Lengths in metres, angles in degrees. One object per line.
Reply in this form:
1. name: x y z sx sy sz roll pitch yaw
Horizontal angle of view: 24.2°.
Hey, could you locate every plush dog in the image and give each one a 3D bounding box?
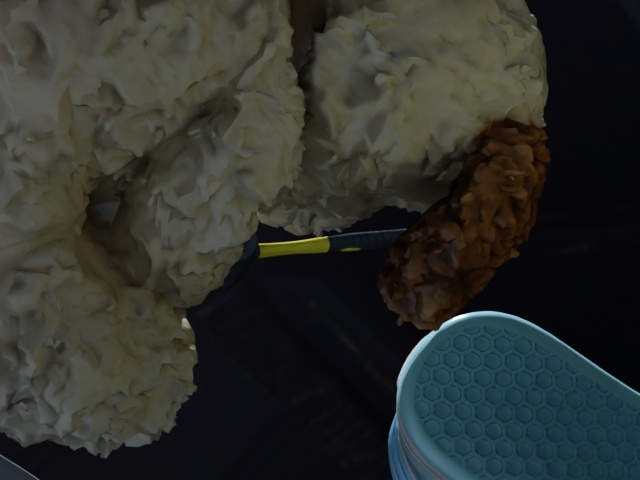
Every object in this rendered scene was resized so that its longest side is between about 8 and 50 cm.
1. plush dog: -0.025 -0.073 0.559 0.210 0.225 0.262 105 -21 -46

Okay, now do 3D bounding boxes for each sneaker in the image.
1. sneaker: 0.175 0.172 0.892 0.319 0.127 0.208 39 -16 5

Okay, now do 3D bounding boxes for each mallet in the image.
1. mallet: 0.000 0.000 1.150 0.062 0.190 0.039 109 -30 -65

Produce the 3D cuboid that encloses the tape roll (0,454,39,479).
1. tape roll: -0.298 0.197 1.123 0.219 0.072 0.219 20 -25 10
